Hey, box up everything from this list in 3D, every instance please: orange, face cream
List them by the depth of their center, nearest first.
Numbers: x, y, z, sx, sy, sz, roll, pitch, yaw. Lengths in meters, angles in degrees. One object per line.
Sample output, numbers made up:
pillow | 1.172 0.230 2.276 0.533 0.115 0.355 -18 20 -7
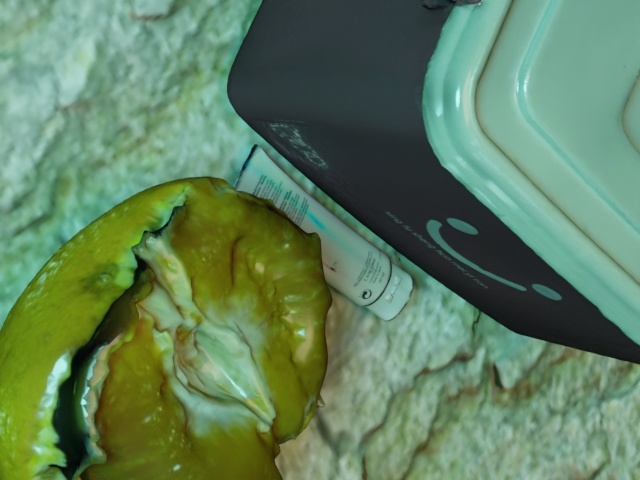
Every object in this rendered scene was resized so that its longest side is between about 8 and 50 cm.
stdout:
orange | -0.067 0.055 0.698 0.170 0.112 0.160 19 70 -65
face cream | 0.000 0.000 0.809 0.115 0.020 0.038 36 73 -37

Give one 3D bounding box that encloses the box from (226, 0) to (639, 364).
box | 0.111 -0.064 0.802 0.294 0.167 0.193 38 72 -38
